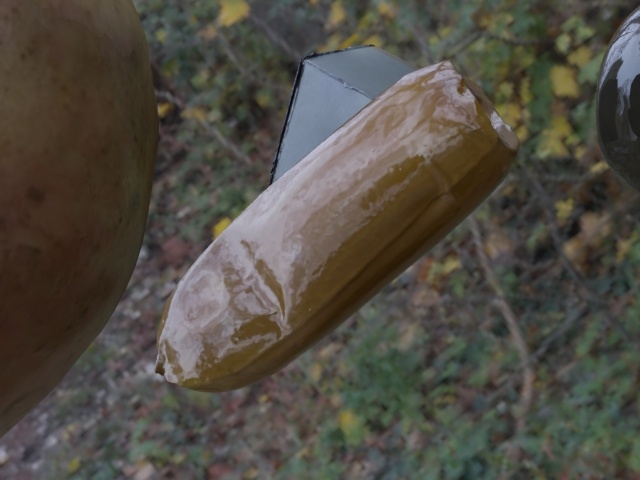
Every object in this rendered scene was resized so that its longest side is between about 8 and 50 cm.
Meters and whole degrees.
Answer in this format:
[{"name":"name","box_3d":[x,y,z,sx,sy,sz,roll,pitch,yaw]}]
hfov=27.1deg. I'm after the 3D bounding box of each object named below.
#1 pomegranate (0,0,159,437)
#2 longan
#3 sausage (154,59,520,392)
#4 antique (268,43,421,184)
[{"name":"pomegranate","box_3d":[-0.222,-0.051,0.508,0.322,0.322,0.322,-37,4,3]},{"name":"longan","box_3d":[0.334,-0.131,1.142,0.212,0.198,0.198,-48,-2,31]},{"name":"sausage","box_3d":[0.002,0.001,1.096,0.354,0.134,0.116,-40,-26,15]},{"name":"antique","box_3d":[0.056,-0.095,1.298,0.148,0.152,0.146,-21,-44,-48]}]
